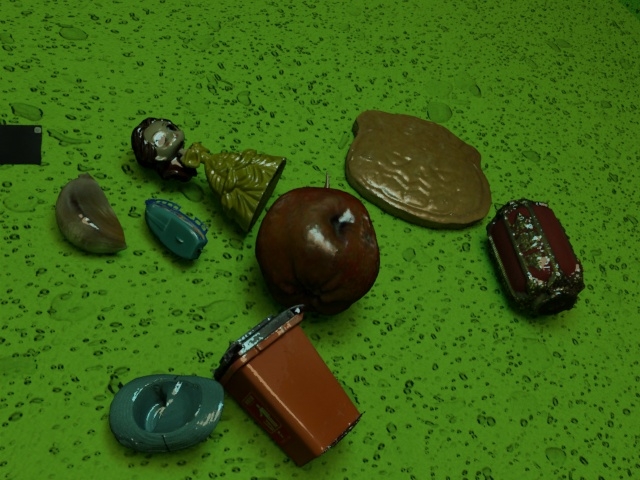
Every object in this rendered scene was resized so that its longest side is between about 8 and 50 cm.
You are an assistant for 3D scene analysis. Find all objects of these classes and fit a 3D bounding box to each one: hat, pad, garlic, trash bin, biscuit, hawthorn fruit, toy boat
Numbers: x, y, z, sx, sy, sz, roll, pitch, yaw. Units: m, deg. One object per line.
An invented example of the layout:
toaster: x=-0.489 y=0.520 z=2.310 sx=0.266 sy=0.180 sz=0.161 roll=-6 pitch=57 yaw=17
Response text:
hat: x=-0.249 y=0.291 z=0.996 sx=0.191 sy=0.077 sz=0.138 roll=-1 pitch=44 yaw=4
pad: x=-0.692 y=-0.204 z=1.258 sx=0.193 sy=0.004 sz=0.116 roll=-3 pitch=56 yaw=-20
garlic: x=-0.465 y=-0.049 z=1.173 sx=0.101 sy=0.087 sz=0.195 roll=-12 pitch=55 yaw=-42
trash bin: x=-0.047 y=0.253 z=1.047 sx=0.238 sy=0.161 sz=0.184 roll=48 pitch=54 yaw=9
biscuit: x=0.256 y=-0.190 z=1.531 sx=0.385 sy=0.062 sz=0.365 roll=15 pitch=51 yaw=-8
hawthorn fruit: x=-0.004 y=0.019 z=1.178 sx=0.258 sy=0.258 sz=0.261 roll=19 pitch=23 yaw=-4
toy boat: x=-0.292 y=-0.031 z=1.229 sx=0.175 sy=0.091 sz=0.110 roll=37 pitch=18 yaw=14

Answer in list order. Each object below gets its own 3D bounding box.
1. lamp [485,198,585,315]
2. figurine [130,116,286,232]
lamp: x=0.492 y=0.036 z=1.377 sx=0.177 sy=0.177 sz=0.273 roll=-1 pitch=55 yaw=-19
figurine: x=-0.253 y=-0.165 z=1.270 sx=0.315 sy=0.168 sz=0.187 roll=26 pitch=78 yaw=-1
